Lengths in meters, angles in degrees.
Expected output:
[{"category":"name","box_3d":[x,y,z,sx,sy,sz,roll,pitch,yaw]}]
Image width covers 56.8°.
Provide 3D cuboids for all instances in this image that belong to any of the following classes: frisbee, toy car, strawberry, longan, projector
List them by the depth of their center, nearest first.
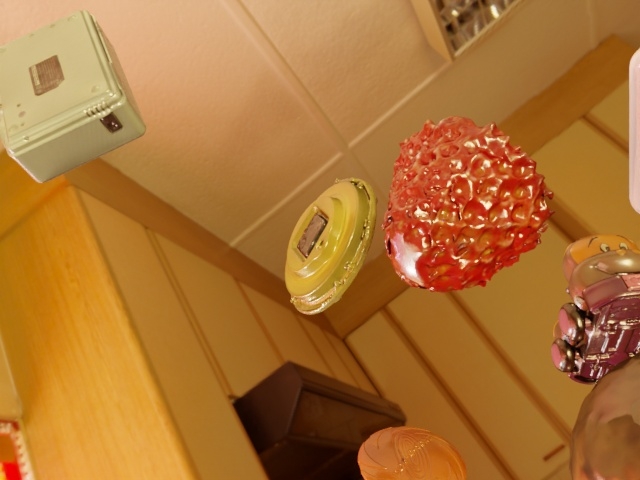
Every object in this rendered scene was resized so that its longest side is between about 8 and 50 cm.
[{"category":"strawberry","box_3d":[0.143,-0.028,0.738,0.178,0.234,0.234,-34,-27,-37]},{"category":"longan","box_3d":[0.582,0.352,0.893,0.391,0.391,0.391,-25,-33,-18]},{"category":"projector","box_3d":[-0.405,-0.234,0.924,0.192,0.256,0.099,-27,-33,-3]},{"category":"frisbee","box_3d":[0.163,0.388,1.051,0.192,0.192,0.035,-12,-64,-34]},{"category":"toy car","box_3d":[0.649,0.153,1.342,0.271,0.240,0.340,-3,-50,1]}]

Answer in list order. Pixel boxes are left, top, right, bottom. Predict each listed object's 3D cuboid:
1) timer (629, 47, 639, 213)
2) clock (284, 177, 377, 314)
[{"category":"timer","box_3d":[0.415,-0.116,0.519,0.195,0.192,0.194,-39,-49,-16]},{"category":"clock","box_3d":[0.000,0.000,0.940,0.057,0.237,0.237,26,-63,-24]}]
